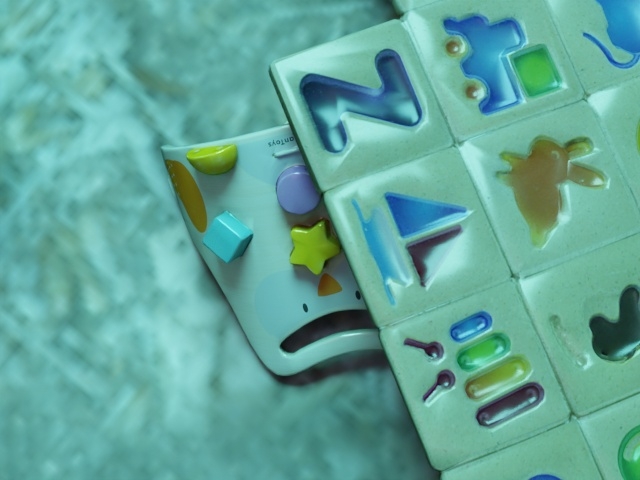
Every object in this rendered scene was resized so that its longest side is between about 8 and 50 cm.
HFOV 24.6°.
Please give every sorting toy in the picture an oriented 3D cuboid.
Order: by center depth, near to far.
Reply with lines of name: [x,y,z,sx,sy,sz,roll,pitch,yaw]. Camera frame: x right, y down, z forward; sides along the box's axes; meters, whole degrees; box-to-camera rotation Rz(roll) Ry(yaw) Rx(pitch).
sorting toy: [0.000,0.000,0.430,0.083,0.045,0.075,-14,100,6]

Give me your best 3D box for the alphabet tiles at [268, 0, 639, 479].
alphabet tiles: [0.091,-0.045,0.409,0.198,0.009,0.237,-21,80,-11]
